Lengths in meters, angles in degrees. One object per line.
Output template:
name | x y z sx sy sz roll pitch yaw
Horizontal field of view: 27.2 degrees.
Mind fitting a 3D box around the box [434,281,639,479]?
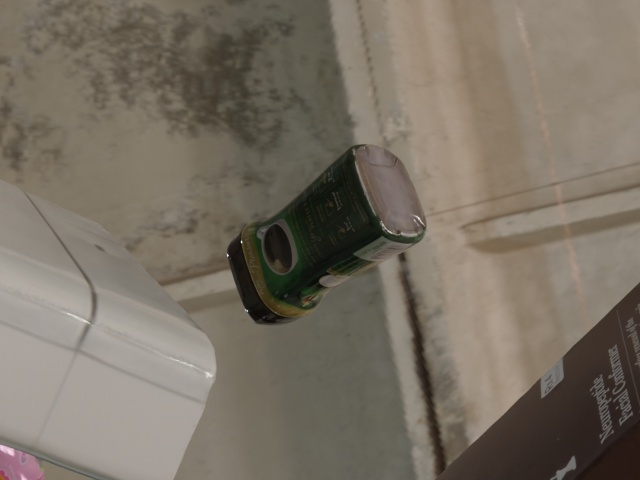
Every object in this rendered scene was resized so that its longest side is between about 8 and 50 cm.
box | 0.186 0.178 0.882 0.143 0.191 0.381 39 -72 -7

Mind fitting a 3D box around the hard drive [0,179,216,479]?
hard drive | -0.215 -0.041 0.359 0.353 0.233 0.047 24 -89 -19

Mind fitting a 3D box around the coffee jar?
coffee jar | 0.000 0.000 1.150 0.184 0.079 0.096 -34 -115 36

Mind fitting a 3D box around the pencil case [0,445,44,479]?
pencil case | -0.441 0.192 1.658 0.124 0.124 0.284 -12 -77 19
